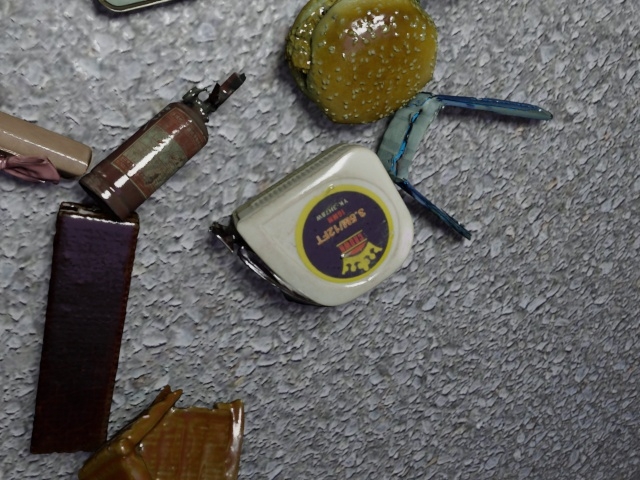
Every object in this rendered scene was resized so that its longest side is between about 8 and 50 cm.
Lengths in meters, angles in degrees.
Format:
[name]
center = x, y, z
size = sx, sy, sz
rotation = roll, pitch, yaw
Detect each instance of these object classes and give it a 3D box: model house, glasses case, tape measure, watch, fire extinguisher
[model house]
center = -0.256, 0.349, 0.821
size = 0.199, 0.219, 0.229
rotation = -27, 141, 37
[glasses case]
center = -0.390, -0.109, 0.657
size = 0.194, 0.102, 0.070
rotation = 21, 106, -27
[tape measure]
center = 0.000, 0.000, 0.838
size = 0.271, 0.133, 0.231
rotation = -33, 109, -6
[watch]
center = 0.245, -0.169, 0.891
size = 0.275, 0.068, 0.276
rotation = 28, 95, -34
[fire extinguisher]
center = -0.194, -0.132, 0.708
size = 0.252, 0.106, 0.075
rotation = -47, 126, -19

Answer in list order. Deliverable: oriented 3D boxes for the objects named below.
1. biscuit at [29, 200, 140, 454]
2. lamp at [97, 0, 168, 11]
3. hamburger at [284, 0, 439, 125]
[biscuit]
center = -0.345, 0.138, 0.776
size = 0.107, 0.073, 0.388
rotation = 8, 105, -23
[lamp]
center = -0.175, -0.434, 0.623
size = 0.267, 0.047, 0.269
rotation = -22, 129, -16
[hamburger]
center = 0.056, -0.260, 0.760
size = 0.215, 0.122, 0.189
rotation = -18, 130, -13
